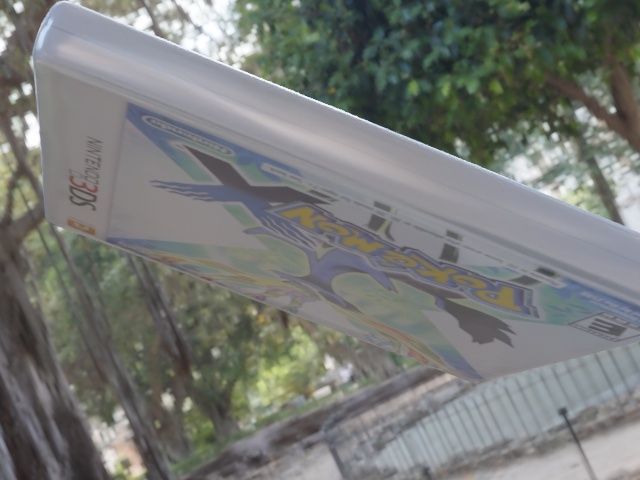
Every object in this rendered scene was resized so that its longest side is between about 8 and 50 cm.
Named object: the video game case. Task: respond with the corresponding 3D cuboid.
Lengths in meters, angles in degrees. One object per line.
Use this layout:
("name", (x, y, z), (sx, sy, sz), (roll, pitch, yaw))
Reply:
("video game case", (0.000, 0.000, 0.615), (0.329, 0.036, 0.300), (21, -16, -8))
